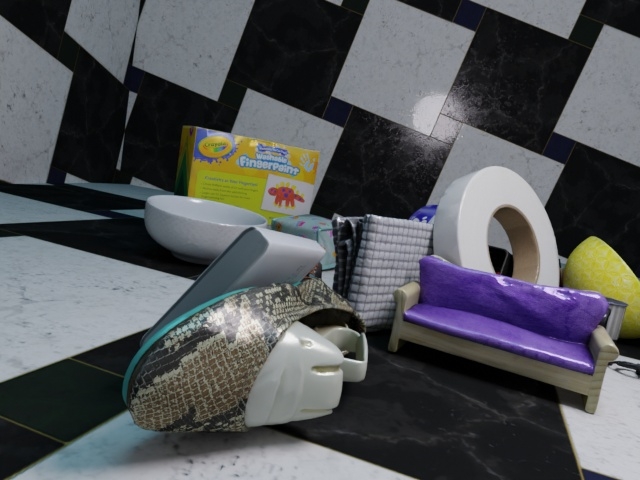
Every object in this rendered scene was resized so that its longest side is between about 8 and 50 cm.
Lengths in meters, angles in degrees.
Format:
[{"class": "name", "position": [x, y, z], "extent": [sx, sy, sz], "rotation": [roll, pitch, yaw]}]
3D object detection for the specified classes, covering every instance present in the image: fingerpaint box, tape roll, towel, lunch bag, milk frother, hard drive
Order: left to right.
[{"class": "fingerpaint box", "position": [-0.255, -0.162, 1.728], "extent": [0.444, 0.371, 0.163], "rotation": [4, 10, -33]}, {"class": "hard drive", "position": [-0.103, 0.072, 0.742], "extent": [0.040, 0.203, 0.307], "rotation": [46, 7, 12]}, {"class": "lunch bag", "position": [0.000, 0.000, 1.667], "extent": [0.223, 0.160, 0.262], "rotation": [15, 15, 39]}, {"class": "towel", "position": [0.133, 0.065, 1.075], "extent": [0.121, 0.235, 0.283], "rotation": [12, 6, 43]}, {"class": "tape roll", "position": [0.407, 0.028, 1.152], "extent": [0.392, 0.392, 0.072], "rotation": [4, -13, -37]}, {"class": "milk frother", "position": [0.626, 0.199, 1.081], "extent": [0.143, 0.135, 0.129], "rotation": [12, 9, 16]}]

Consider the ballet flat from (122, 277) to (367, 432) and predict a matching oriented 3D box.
[{"class": "ballet flat", "position": [-0.029, 0.140, 0.664], "extent": [0.182, 0.164, 0.483], "rotation": [23, 8, 16]}]

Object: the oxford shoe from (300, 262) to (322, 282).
[{"class": "oxford shoe", "position": [-0.040, 0.093, 1.142], "extent": [0.096, 0.098, 0.271], "rotation": [9, 8, -3]}]

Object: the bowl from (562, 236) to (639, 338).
[{"class": "bowl", "position": [0.735, 0.150, 1.368], "extent": [0.156, 0.289, 0.289], "rotation": [-31, 0, 12]}]

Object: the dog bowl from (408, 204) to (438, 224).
[{"class": "dog bowl", "position": [0.344, 0.032, 1.463], "extent": [0.264, 0.265, 0.104], "rotation": [3, 8, -40]}]

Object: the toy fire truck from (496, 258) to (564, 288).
[{"class": "toy fire truck", "position": [0.563, 0.138, 1.479], "extent": [0.217, 0.159, 0.246], "rotation": [-6, -5, 44]}]

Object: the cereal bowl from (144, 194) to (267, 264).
[{"class": "cereal bowl", "position": [-0.321, -0.021, 1.425], "extent": [0.338, 0.141, 0.339], "rotation": [12, 11, -2]}]

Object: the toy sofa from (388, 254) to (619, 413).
[{"class": "toy sofa", "position": [0.316, 0.148, 0.913], "extent": [0.362, 0.177, 0.150], "rotation": [14, 8, 22]}]

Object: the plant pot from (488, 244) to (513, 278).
[{"class": "plant pot", "position": [0.421, 0.113, 1.354], "extent": [0.167, 0.188, 0.187], "rotation": [21, -2, -42]}]
